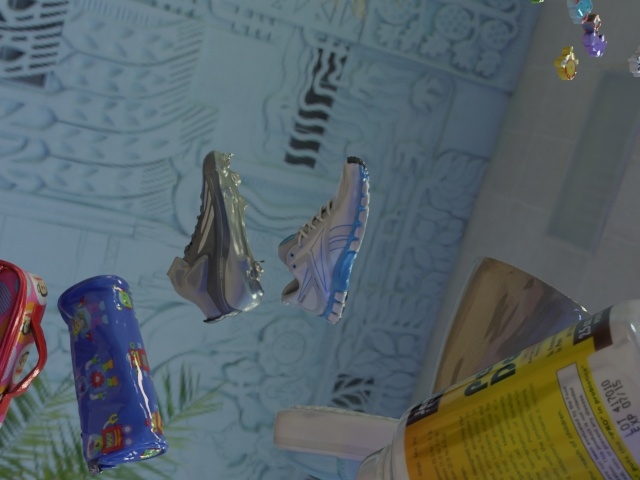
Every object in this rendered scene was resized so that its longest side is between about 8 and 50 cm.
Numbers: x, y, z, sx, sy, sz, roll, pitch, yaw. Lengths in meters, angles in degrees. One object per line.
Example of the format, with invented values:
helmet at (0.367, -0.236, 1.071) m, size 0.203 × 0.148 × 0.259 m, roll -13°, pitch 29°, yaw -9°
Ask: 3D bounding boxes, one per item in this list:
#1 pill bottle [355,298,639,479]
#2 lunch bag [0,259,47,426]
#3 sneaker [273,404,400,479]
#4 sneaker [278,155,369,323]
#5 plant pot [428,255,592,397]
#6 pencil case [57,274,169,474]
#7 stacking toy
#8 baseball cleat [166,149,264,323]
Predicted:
pill bottle at (0.126, 0.130, 0.468) m, size 0.215 × 0.117 × 0.117 m, roll -35°, pitch -137°, yaw 30°
lunch bag at (-0.549, 0.164, 1.191) m, size 0.120 × 0.258 × 0.293 m, roll 76°, pitch 28°, yaw -78°
sneaker at (0.119, 0.238, 0.622) m, size 0.135 × 0.366 × 0.150 m, roll 58°, pitch 49°, yaw -71°
sneaker at (0.000, 0.000, 0.810) m, size 0.071 × 0.083 × 0.190 m, roll -85°, pitch -172°, yaw -65°
plant pot at (0.316, 0.211, 1.384) m, size 0.274 × 0.256 × 0.256 m, roll -56°, pitch -160°, yaw -7°
pencil case at (-0.332, 0.210, 1.224) m, size 0.133 × 0.119 × 0.306 m, roll -25°, pitch -114°, yaw 15°
stacking toy at (0.453, -0.368, 1.332) m, size 0.167 × 0.221 × 0.052 m, roll 13°, pitch -122°, yaw 51°
baseball cleat at (-0.128, -0.007, 0.870) m, size 0.109 × 0.072 × 0.206 m, roll -22°, pitch -123°, yaw 10°
